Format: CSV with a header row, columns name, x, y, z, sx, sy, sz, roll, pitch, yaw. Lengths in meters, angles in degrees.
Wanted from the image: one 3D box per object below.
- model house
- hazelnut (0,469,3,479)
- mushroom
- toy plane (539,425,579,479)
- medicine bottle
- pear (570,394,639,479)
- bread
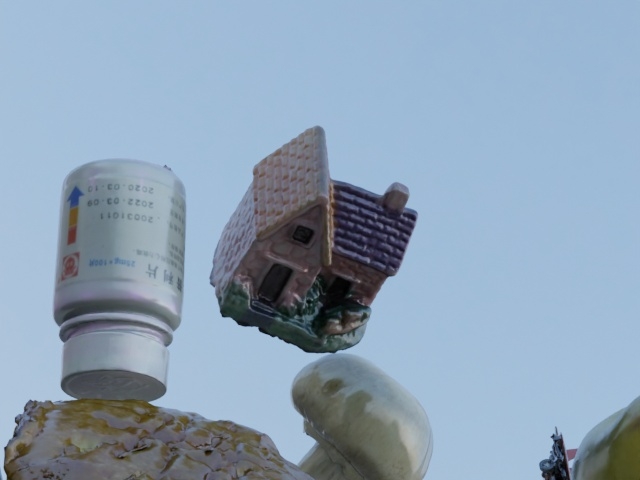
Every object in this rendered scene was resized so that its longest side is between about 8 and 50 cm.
name,x,y,z,sx,sy,sz,roll,pitch,yaw
model house,0.000,0.000,1.911,0.237,0.202,0.237,23,-60,-12
hazelnut,-0.572,0.294,1.619,0.429,0.402,0.402,60,-40,14
mushroom,0.042,0.308,2.132,0.254,0.234,0.260,45,-7,8
toy plane,0.308,0.324,1.736,0.061,0.189,0.130,-1,-61,12
medicine bottle,-0.260,0.053,1.770,0.170,0.293,0.170,0,-24,0
pear,0.426,0.343,1.404,0.362,0.362,0.418,-40,-105,47
bread,-0.190,0.312,1.545,0.398,0.398,0.215,19,-79,9
